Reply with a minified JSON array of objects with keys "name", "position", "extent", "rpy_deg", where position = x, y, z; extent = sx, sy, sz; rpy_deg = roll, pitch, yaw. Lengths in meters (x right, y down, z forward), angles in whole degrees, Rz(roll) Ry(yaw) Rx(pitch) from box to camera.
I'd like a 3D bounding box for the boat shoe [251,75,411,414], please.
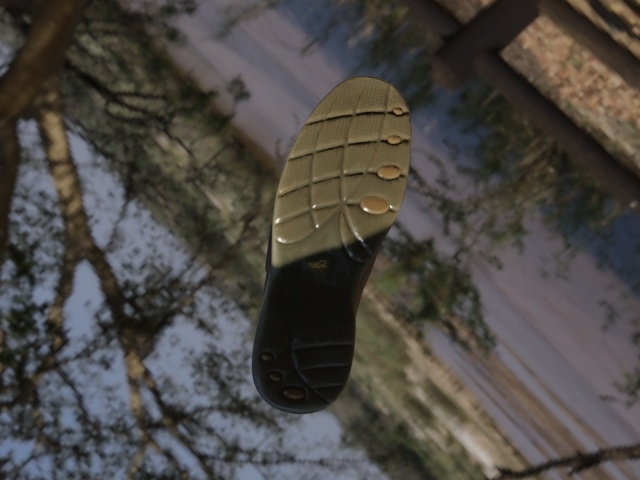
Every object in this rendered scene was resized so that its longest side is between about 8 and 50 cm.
[{"name":"boat shoe","position":[0.000,0.000,0.607],"extent":[0.064,0.178,0.060],"rpy_deg":[15,178,-8]}]
